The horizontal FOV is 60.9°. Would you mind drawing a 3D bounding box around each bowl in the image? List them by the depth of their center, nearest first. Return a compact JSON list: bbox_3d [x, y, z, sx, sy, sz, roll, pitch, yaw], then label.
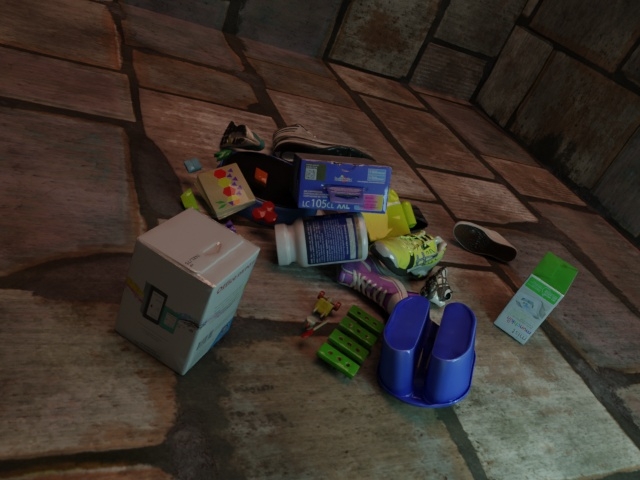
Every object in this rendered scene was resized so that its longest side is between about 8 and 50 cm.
[{"bbox_3d":[-0.185,-0.191,1.919,0.391,0.077,0.391,18,32,-12],"label":"bowl"}]

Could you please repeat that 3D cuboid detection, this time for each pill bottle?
[{"bbox_3d":[0.000,0.000,1.627,0.265,0.153,0.153,-6,37,-4],"label":"pill bottle"}]

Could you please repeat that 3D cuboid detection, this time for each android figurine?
[{"bbox_3d":[0.217,-0.083,1.925,0.248,0.056,0.272,-9,76,-22],"label":"android figurine"}]

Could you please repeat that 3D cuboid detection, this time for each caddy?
[{"bbox_3d":[0.284,0.295,1.434,0.242,0.179,0.341,10,28,18],"label":"caddy"}]

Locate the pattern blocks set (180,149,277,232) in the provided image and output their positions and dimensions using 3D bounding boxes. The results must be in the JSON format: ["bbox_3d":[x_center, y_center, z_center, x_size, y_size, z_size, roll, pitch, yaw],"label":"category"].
[{"bbox_3d":[-0.299,-0.157,1.732,0.286,0.026,0.324,-13,59,-14],"label":"pattern blocks set"}]

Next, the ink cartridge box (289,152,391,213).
[{"bbox_3d":[0.053,-0.180,1.676,0.270,0.151,0.395,4,10,-7],"label":"ink cartridge box"}]

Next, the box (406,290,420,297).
[{"bbox_3d":[0.273,0.216,1.680,0.116,0.029,0.162,12,32,-20],"label":"box"}]

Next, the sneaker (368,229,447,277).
[{"bbox_3d":[0.287,0.026,1.773,0.145,0.147,0.385,46,20,25],"label":"sneaker"}]

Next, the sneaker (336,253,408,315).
[{"bbox_3d":[0.139,0.141,1.642,0.161,0.102,0.282,1,28,-29],"label":"sneaker"}]

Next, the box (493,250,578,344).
[{"bbox_3d":[0.734,0.192,1.844,0.127,0.231,0.262,38,34,19],"label":"box"}]

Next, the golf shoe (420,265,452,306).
[{"bbox_3d":[0.401,0.159,1.827,0.094,0.077,0.198,44,38,3],"label":"golf shoe"}]

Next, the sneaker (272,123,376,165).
[{"bbox_3d":[0.013,-0.388,2.262,0.448,0.169,0.257,10,36,-19],"label":"sneaker"}]

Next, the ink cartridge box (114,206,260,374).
[{"bbox_3d":[-0.295,0.107,1.209,0.197,0.270,0.198,31,31,9],"label":"ink cartridge box"}]

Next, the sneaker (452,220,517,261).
[{"bbox_3d":[0.655,-0.005,2.225,0.290,0.105,0.123,26,21,-13],"label":"sneaker"}]

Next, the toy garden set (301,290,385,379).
[{"bbox_3d":[0.040,0.247,1.455,0.204,0.049,0.244,33,33,10],"label":"toy garden set"}]

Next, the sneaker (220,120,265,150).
[{"bbox_3d":[-0.300,-0.380,2.062,0.110,0.107,0.275,24,4,-34],"label":"sneaker"}]

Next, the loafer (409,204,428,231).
[{"bbox_3d":[0.314,-0.068,2.064,0.095,0.109,0.303,46,34,21],"label":"loafer"}]
